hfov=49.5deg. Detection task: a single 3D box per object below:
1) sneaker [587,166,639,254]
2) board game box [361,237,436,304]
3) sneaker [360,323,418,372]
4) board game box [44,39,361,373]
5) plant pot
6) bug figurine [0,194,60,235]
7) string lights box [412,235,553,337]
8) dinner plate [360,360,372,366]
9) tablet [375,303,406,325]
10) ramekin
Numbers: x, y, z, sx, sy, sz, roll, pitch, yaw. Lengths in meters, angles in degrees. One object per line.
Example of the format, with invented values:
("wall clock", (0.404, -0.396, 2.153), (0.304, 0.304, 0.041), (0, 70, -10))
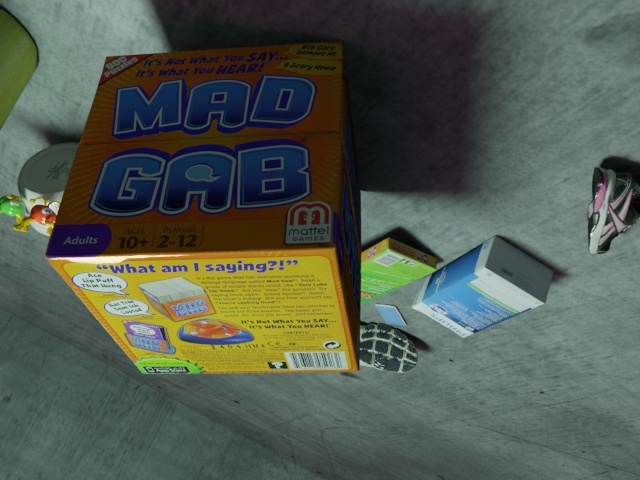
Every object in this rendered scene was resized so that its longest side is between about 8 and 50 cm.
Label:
("sneaker", (0.435, -0.036, 1.016), (0.077, 0.072, 0.178), (2, 151, 16))
("board game box", (0.104, 0.072, 1.416), (0.124, 0.039, 0.259), (22, 145, -28))
("sneaker", (0.121, 0.258, 1.739), (0.275, 0.107, 0.110), (14, 169, 28))
("board game box", (-0.127, -0.034, 1.044), (0.356, 0.357, 0.356), (-2, 146, 7))
("plant pot", (-0.644, -0.283, 1.225), (0.275, 0.254, 0.276), (19, 150, 11))
("bug figurine", (-0.642, -0.070, 1.327), (0.278, 0.072, 0.216), (11, -179, -38))
("string lights box", (0.300, 0.096, 1.324), (0.133, 0.077, 0.259), (31, 151, -10))
("dinner plate", (0.118, 0.315, 1.820), (0.141, 0.017, 0.141), (10, 178, 0))
("tablet", (0.166, 0.175, 1.630), (0.054, 0.006, 0.083), (4, 145, 33))
("ramekin", (-0.542, -0.118, 1.487), (0.207, 0.207, 0.109), (14, 139, 18))
